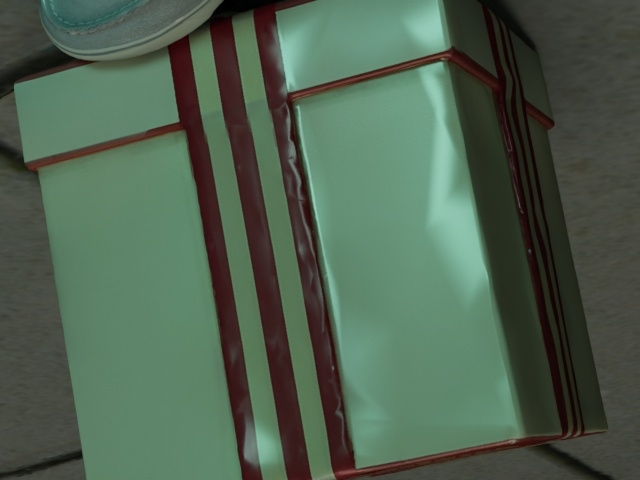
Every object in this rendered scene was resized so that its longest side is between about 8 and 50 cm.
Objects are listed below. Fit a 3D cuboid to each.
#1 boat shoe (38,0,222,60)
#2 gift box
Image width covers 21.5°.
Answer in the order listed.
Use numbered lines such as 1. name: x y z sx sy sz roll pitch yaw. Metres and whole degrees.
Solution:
1. boat shoe: -0.056 -0.154 0.738 0.227 0.079 0.081 -31 166 29
2. gift box: 0.000 0.000 0.900 0.255 0.258 0.276 -12 172 13
